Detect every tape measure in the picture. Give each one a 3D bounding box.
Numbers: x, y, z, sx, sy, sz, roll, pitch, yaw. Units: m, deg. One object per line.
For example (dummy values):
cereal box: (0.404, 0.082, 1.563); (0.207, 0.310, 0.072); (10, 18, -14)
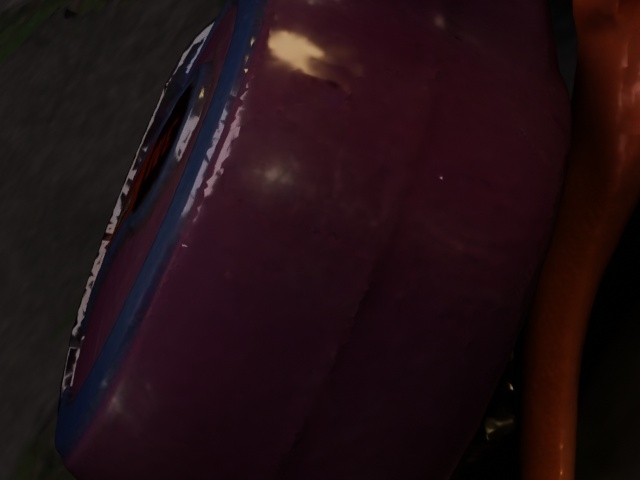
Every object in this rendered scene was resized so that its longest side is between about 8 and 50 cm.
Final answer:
tape measure: (0.000, 0.000, 0.363); (0.118, 0.074, 0.125); (127, 161, -57)

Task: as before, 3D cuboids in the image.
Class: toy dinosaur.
toy dinosaur: (0.077, -0.052, 0.360); (0.101, 0.055, 0.280); (-45, 22, 49)
